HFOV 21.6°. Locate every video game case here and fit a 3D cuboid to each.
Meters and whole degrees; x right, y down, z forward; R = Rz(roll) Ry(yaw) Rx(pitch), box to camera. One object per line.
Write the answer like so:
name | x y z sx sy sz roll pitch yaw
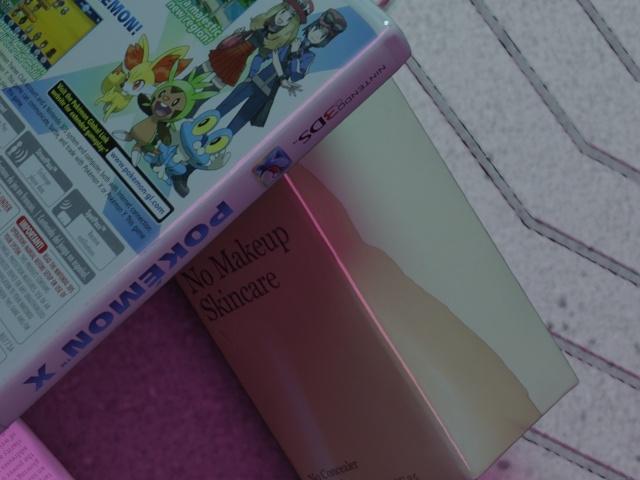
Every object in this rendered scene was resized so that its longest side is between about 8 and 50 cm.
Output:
video game case | -0.157 -0.094 0.907 0.300 0.036 0.329 -42 54 -1

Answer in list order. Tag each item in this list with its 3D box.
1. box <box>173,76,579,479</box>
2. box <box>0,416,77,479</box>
box | 0.000 0.000 1.003 0.121 0.148 0.311 -35 93 -42
box | -0.216 0.121 0.956 0.091 0.130 0.170 -42 96 -15
